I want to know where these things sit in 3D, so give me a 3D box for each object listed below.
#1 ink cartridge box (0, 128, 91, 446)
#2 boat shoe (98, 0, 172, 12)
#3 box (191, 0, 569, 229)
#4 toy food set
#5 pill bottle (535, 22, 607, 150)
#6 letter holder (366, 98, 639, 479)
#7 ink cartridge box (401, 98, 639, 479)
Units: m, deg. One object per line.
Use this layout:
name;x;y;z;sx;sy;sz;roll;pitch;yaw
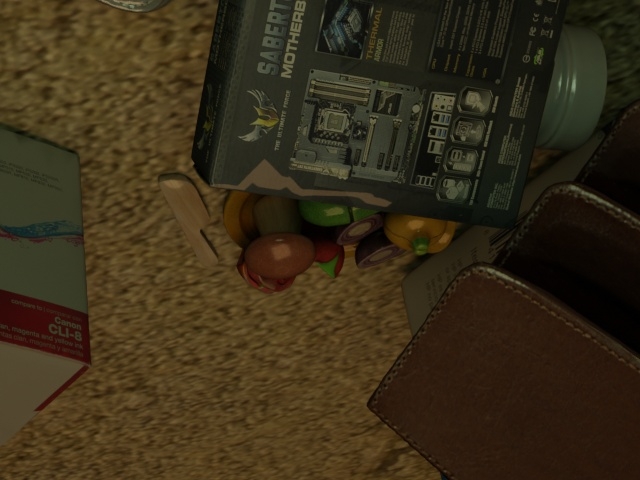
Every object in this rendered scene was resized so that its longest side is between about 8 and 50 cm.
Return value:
ink cartridge box;-0.240;0.023;0.939;0.127;0.176;0.128;18;137;-34
boat shoe;-0.158;-0.177;0.759;0.079;0.081;0.227;-28;139;25
box;0.041;-0.132;0.771;0.183;0.059;0.232;7;103;-19
toy food set;0.000;0.000;1.037;0.218;0.071;0.128;-8;144;1
pill bottle;0.080;-0.105;0.880;0.180;0.108;0.108;4;142;-16
letter holder;0.219;0.091;0.758;0.152;0.302;0.214;-27;153;-56
ink cartridge box;0.264;0.064;0.990;0.166;0.285;0.395;20;136;-35
